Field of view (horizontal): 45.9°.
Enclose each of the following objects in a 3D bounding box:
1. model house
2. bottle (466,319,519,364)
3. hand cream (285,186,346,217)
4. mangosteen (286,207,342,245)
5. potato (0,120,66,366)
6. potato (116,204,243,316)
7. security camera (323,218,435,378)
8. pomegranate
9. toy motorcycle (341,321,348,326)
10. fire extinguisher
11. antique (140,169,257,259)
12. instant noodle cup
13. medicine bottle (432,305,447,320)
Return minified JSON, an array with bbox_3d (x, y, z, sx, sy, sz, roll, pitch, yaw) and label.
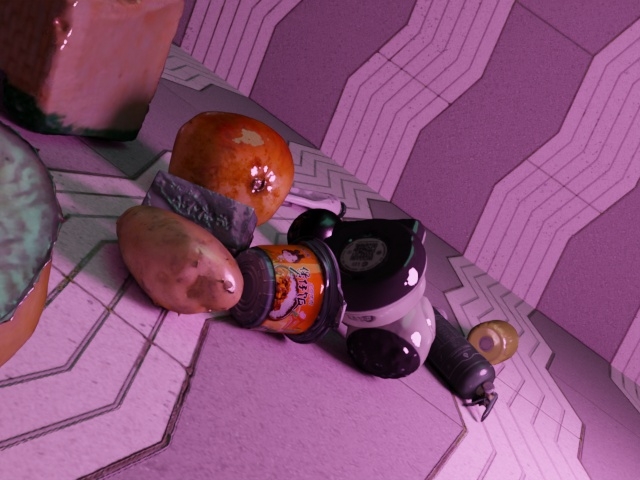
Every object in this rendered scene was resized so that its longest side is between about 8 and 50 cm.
[{"bbox_3d":[-0.525,-0.403,1.453,0.342,0.335,0.382,28,16,11],"label":"model house"},{"bbox_3d":[0.464,0.264,1.988,0.112,0.112,0.260,41,13,21],"label":"bottle"},{"bbox_3d":[-0.059,-0.122,2.151,0.336,0.076,0.121,15,19,-42],"label":"hand cream"},{"bbox_3d":[0.000,0.000,1.703,0.151,0.137,0.137,47,6,-30],"label":"mangosteen"},{"bbox_3d":[-0.354,0.043,0.563,0.299,0.196,0.246,-21,68,-42],"label":"potato"},{"bbox_3d":[-0.213,0.029,1.091,0.234,0.128,0.161,34,-3,13],"label":"potato"},{"bbox_3d":[0.108,0.117,1.322,0.191,0.197,0.277,-70,148,-41],"label":"security camera"},{"bbox_3d":[-0.187,-0.146,1.536,0.252,0.229,0.270,18,9,-32],"label":"pomegranate"},{"bbox_3d":[0.005,0.092,1.427,0.204,0.108,0.239,37,13,4],"label":"toy motorcycle"},{"bbox_3d":[0.279,0.252,1.615,0.114,0.095,0.311,-24,45,-22],"label":"fire extinguisher"},{"bbox_3d":[-0.198,-0.030,1.236,0.183,0.088,0.086,22,-28,-4],"label":"antique"},{"bbox_3d":[-0.070,0.076,1.203,0.125,0.178,0.208,7,-3,-38],"label":"instant noodle cup"},{"bbox_3d":[0.268,0.189,1.868,0.091,0.058,0.058,19,21,-51],"label":"medicine bottle"}]
